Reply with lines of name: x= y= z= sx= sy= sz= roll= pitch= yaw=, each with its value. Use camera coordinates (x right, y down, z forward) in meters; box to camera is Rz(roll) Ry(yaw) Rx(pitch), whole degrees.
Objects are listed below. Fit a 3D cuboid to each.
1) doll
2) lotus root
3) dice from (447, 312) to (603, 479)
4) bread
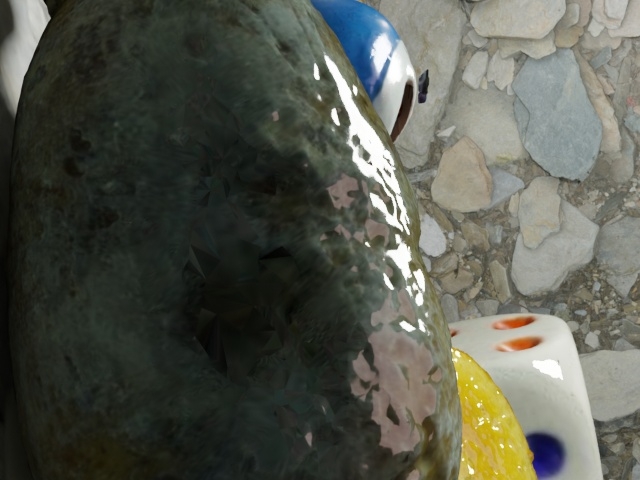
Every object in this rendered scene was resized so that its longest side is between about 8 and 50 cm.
doll: x=-0.003 y=-0.095 z=0.763 sx=0.257 sy=0.161 sz=0.215 roll=-72 pitch=180 yaw=-48
lotus root: x=-0.040 y=0.011 z=0.384 sx=0.175 sy=0.175 sz=0.350 roll=29 pitch=48 yaw=-78
dice: x=0.278 y=0.303 z=1.543 sx=0.277 sy=0.304 sz=0.304 roll=-57 pitch=136 yaw=-75
bread: x=0.075 y=0.203 z=0.804 sx=0.268 sy=0.145 sz=0.268 roll=32 pitch=44 yaw=-38
